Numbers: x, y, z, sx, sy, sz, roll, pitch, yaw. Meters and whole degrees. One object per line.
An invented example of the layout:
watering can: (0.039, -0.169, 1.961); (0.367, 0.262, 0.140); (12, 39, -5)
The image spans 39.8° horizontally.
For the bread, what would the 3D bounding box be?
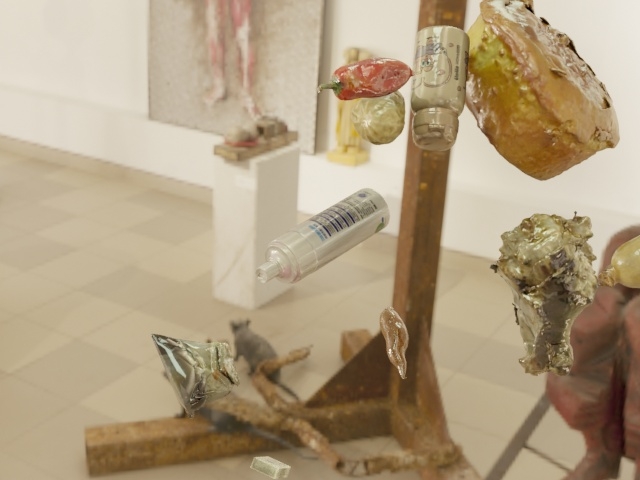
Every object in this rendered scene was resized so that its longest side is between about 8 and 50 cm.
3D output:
bread: (0.392, -0.288, 1.669); (0.337, 0.204, 0.358); (10, 49, -53)

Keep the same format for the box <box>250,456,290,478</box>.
box: (-0.093, 0.430, 1.673); (0.054, 0.024, 0.083); (22, -6, 18)

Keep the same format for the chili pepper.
chili pepper: (0.066, -0.237, 1.297); (0.191, 0.059, 0.050); (-16, -1, -35)

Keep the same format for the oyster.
oyster: (0.416, 0.108, 1.663); (0.197, 0.337, 0.133); (3, 29, 5)

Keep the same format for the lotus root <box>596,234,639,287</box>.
lotus root: (0.436, 0.025, 1.169); (0.150, 0.073, 0.062); (-26, 53, 12)

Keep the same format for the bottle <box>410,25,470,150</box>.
bottle: (0.206, -0.260, 1.554); (0.097, 0.209, 0.110); (6, -11, 6)

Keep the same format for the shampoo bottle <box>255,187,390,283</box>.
shampoo bottle: (0.000, 0.000, 1.631); (0.092, 0.092, 0.303); (21, 40, 38)

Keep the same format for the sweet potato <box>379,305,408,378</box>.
sweet potato: (0.156, 0.209, 1.831); (0.056, 0.056, 0.195); (0, 45, -7)

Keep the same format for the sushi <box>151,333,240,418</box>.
sushi: (-0.198, 0.229, 1.501); (0.109, 0.273, 0.134); (-23, 71, -12)

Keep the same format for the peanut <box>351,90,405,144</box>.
peanut: (0.103, -0.217, 1.522); (0.093, 0.083, 0.194); (-17, 21, 10)
